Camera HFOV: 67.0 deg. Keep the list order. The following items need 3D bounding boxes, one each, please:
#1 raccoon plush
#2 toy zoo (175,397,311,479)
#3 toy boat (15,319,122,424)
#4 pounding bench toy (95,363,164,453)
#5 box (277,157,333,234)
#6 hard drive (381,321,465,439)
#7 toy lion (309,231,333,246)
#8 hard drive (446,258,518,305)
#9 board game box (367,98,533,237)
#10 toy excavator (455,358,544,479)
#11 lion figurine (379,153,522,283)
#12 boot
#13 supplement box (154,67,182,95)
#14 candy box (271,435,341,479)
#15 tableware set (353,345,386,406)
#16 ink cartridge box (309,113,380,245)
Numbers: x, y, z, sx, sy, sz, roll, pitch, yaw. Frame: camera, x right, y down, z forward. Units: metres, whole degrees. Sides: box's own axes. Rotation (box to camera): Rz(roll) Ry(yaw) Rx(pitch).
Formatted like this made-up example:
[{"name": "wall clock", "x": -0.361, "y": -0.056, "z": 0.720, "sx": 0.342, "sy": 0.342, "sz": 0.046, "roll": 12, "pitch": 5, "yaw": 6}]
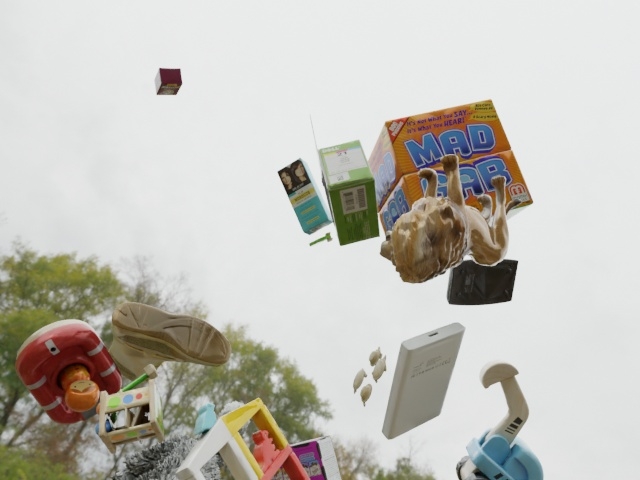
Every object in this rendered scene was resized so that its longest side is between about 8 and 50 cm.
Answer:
[{"name": "raccoon plush", "x": -0.259, "y": 0.473, "z": 1.016, "sx": 0.216, "sy": 0.447, "sz": 0.299, "roll": 46, "pitch": -46, "yaw": -13}, {"name": "toy zoo", "x": -0.094, "y": 0.370, "z": 0.719, "sx": 0.030, "sy": 0.192, "sz": 0.293, "roll": -34, "pitch": -94, "yaw": 26}, {"name": "toy boat", "x": -0.470, "y": 0.269, "z": 0.927, "sx": 0.151, "sy": 0.150, "sz": 0.231, "roll": 27, "pitch": -40, "yaw": 45}, {"name": "pounding bench toy", "x": -0.219, "y": 0.188, "z": 0.553, "sx": 0.065, "sy": 0.083, "sz": 0.052, "roll": -9, "pitch": -43, "yaw": -13}, {"name": "box", "x": -0.052, "y": -0.149, "z": 1.637, "sx": 0.100, "sy": 0.245, "sz": 0.060, "roll": -29, "pitch": -17, "yaw": 14}, {"name": "hard drive", "x": 0.312, "y": 0.429, "z": 1.475, "sx": 0.047, "sy": 0.232, "sz": 0.354, "roll": 38, "pitch": -49, "yaw": 47}, {"name": "toy lion", "x": 0.000, "y": 0.000, "z": 1.918, "sx": 0.095, "sy": 0.034, "sz": 0.100, "roll": -21, "pitch": -4, "yaw": -2}, {"name": "hard drive", "x": 0.562, "y": 0.139, "z": 1.693, "sx": 0.254, "sy": 0.054, "sz": 0.172, "roll": -1, "pitch": -74, "yaw": -16}, {"name": "board game box", "x": 0.387, "y": -0.183, "z": 1.579, "sx": 0.356, "sy": 0.357, "sz": 0.356, "roll": -14, "pitch": -14, "yaw": -9}, {"name": "toy excavator", "x": 0.641, "y": 0.702, "z": 1.670, "sx": 0.432, "sy": 0.445, "sz": 0.222, "roll": 41, "pitch": 1, "yaw": 10}, {"name": "lion figurine", "x": 0.295, "y": -0.019, "z": 0.975, "sx": 0.391, "sy": 0.241, "sz": 0.142, "roll": 9, "pitch": -18, "yaw": -31}, {"name": "boot", "x": -0.347, "y": 0.255, "z": 1.089, "sx": 0.261, "sy": 0.095, "sz": 0.204, "roll": 20, "pitch": -49, "yaw": -12}, {"name": "supplement box", "x": -0.386, "y": -0.402, "z": 1.227, "sx": 0.054, "sy": 0.043, "sz": 0.083, "roll": -8, "pitch": -1, "yaw": -27}, {"name": "candy box", "x": -0.028, "y": 0.562, "z": 1.044, "sx": 0.159, "sy": 0.234, "sz": 0.071, "roll": -23, "pitch": -21, "yaw": 23}, {"name": "tableware set", "x": 0.144, "y": 0.391, "z": 1.404, "sx": 0.020, "sy": 0.141, "sz": 0.169, "roll": 27, "pitch": -77, "yaw": -12}, {"name": "ink cartridge box", "x": 0.050, "y": -0.148, "z": 1.083, "sx": 0.096, "sy": 0.255, "sz": 0.189, "roll": -13, "pitch": -39, "yaw": 0}]
